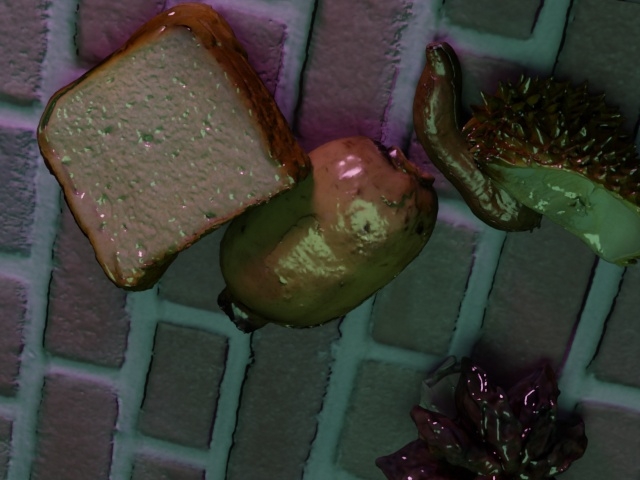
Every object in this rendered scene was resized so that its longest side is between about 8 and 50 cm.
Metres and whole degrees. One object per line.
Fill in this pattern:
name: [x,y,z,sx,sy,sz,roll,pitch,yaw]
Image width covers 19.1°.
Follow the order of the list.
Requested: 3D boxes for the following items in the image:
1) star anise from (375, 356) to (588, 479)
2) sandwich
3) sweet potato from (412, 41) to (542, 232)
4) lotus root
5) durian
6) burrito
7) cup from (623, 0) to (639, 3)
star anise: [0.187,0.249,2.099,0.236,0.109,0.223,7,121,-20]
sandwich: [-0.156,-0.096,1.942,0.251,0.087,0.226,-32,92,28]
sweet potato: [0.150,-0.097,1.937,0.081,0.062,0.233,-32,112,7]
lotus root: [0.000,0.000,1.981,0.284,0.146,0.160,-41,90,24]
durian: [0.254,-0.063,1.888,0.252,0.144,0.139,26,122,-26]
burrito: [0.137,0.226,2.167,0.064,0.064,0.203,8,125,4]
cup: [0.208,-0.323,1.671,0.317,0.212,0.212,11,126,2]
